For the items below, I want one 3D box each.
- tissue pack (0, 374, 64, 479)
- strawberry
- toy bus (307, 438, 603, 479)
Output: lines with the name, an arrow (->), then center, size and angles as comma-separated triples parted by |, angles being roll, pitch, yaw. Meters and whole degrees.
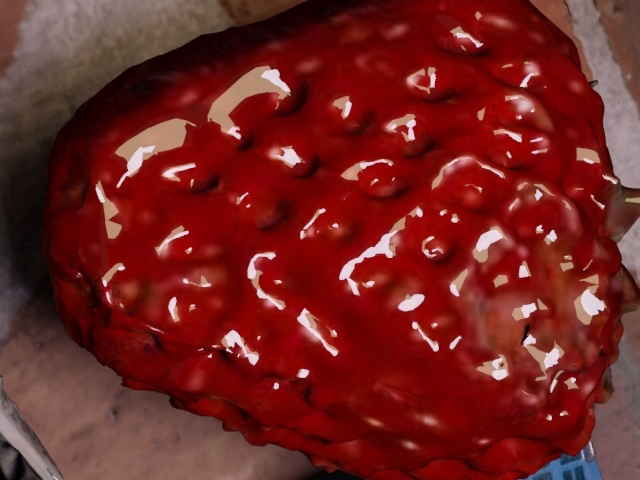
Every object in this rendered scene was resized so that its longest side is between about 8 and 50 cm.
tissue pack -> -0.246, 0.237, 0.956 | 0.332, 0.123, 0.245 | -43, 114, -31
strawberry -> 0.000, 0.000, 1.076 | 0.345, 0.295, 0.317 | -2, 96, -21
toy bus -> 0.080, 0.193, 1.204 | 0.234, 0.116, 0.133 | -14, 93, -35
